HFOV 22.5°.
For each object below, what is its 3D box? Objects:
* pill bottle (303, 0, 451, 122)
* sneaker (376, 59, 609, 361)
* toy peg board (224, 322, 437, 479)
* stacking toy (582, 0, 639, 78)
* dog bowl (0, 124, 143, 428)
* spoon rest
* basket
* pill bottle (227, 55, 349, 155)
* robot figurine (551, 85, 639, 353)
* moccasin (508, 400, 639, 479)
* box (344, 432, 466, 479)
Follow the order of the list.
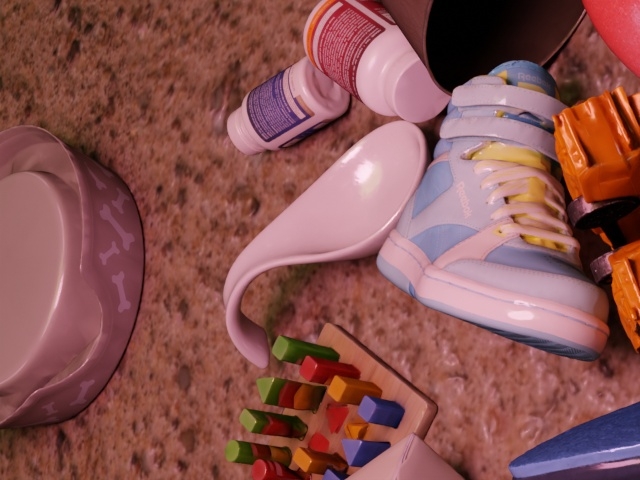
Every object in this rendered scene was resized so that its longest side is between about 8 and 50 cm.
[{"bbox_3d":[0.054,-0.165,1.461,0.152,0.086,0.086,43,111,49],"label":"pill bottle"},{"bbox_3d":[0.151,-0.035,1.238,0.208,0.127,0.319,-68,21,3],"label":"sneaker"},{"bbox_3d":[-0.003,0.173,1.429,0.160,0.079,0.161,37,107,48],"label":"toy peg board"},{"bbox_3d":[0.322,-0.137,1.059,0.350,0.350,0.480,-26,78,41],"label":"stacking toy"},{"bbox_3d":[-0.328,0.051,1.816,0.348,0.102,0.349,-19,64,45],"label":"dog bowl"},{"bbox_3d":[0.000,0.000,1.459,0.276,0.084,0.137,-48,31,24],"label":"spoon rest"},{"bbox_3d":[0.111,-0.258,1.389,0.204,0.154,0.227,-57,40,13],"label":"basket"},{"bbox_3d":[-0.034,-0.128,1.568,0.120,0.067,0.067,-27,59,40],"label":"pill bottle"},{"bbox_3d":[0.231,0.009,1.086,0.085,0.291,0.211,-23,72,14],"label":"robot figurine"},{"bbox_3d":[0.279,0.144,0.962,0.342,0.137,0.117,-14,96,28],"label":"moccasin"},{"bbox_3d":[0.006,0.282,1.342,0.275,0.094,0.113,-39,13,34],"label":"box"}]
